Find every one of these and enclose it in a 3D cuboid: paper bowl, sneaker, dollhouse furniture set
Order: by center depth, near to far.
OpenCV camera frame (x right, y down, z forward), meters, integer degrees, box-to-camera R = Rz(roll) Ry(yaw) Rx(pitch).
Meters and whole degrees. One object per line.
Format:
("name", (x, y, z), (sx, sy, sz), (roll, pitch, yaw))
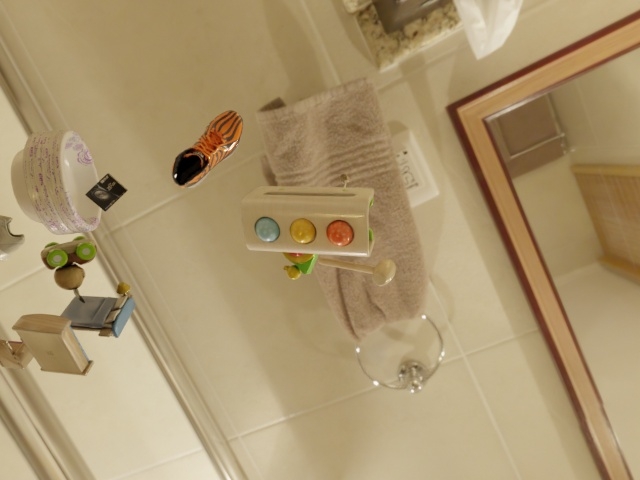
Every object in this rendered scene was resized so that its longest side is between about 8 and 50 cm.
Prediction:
("paper bowl", (-0.730, -0.156, 1.131), (0.147, 0.285, 0.284), (-7, -176, -10))
("dollhouse furniture set", (-0.771, 0.212, 1.236), (0.285, 0.198, 0.304), (5, -142, 3))
("sneaker", (-0.366, -0.295, 1.343), (0.321, 0.124, 0.180), (-53, -166, 1))
("sneaker", (-1.104, -0.064, 1.354), (0.121, 0.263, 0.099), (-41, -157, -13))

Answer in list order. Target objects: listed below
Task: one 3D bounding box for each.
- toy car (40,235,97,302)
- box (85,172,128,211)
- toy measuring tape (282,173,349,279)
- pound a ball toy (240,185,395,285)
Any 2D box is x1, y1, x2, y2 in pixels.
("toy car", (-0.757, 0.097, 1.262), (0.148, 0.189, 0.155), (-18, -161, -33))
("box", (-0.580, -0.131, 1.109), (0.083, 0.067, 0.018), (-44, -158, -4))
("toy measuring tape", (-0.031, -0.048, 1.153), (0.121, 0.121, 0.331), (-132, -115, -82))
("pound a ball toy", (0.000, 0.000, 0.886), (0.318, 0.209, 0.136), (4, -155, 15))
